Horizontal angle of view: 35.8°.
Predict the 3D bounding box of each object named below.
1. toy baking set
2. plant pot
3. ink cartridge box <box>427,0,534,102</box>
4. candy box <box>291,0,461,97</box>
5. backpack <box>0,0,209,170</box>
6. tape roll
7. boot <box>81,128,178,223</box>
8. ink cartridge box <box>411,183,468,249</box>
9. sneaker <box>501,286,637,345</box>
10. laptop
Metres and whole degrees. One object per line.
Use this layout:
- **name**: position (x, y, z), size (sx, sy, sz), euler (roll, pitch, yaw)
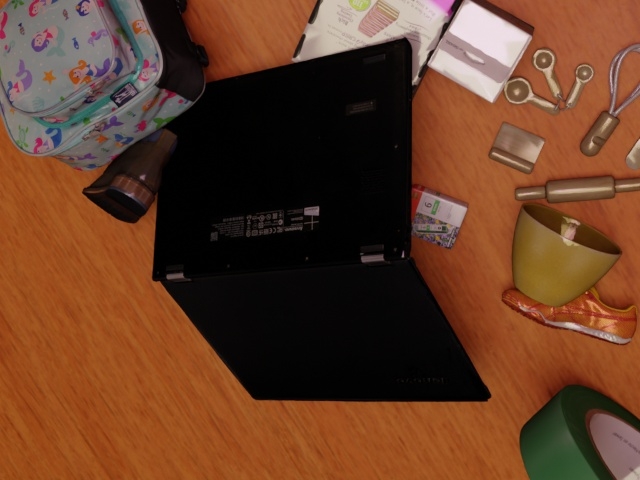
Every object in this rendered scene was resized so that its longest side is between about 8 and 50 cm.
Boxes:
- **toy baking set**: position (0.337, -0.142, 1.231), size (0.256, 0.030, 0.197), euler (0, 106, 13)
- **plant pot**: position (0.292, 0.026, 1.233), size (0.134, 0.134, 0.095), euler (24, 108, 5)
- **ink cartridge box**: position (0.193, -0.230, 1.177), size (0.092, 0.143, 0.090), euler (30, 110, 2)
- **candy box**: position (0.086, -0.295, 1.220), size (0.159, 0.071, 0.233), euler (28, 109, 4)
- **backpack**: position (-0.297, -0.216, 1.239), size (0.253, 0.191, 0.225), euler (-34, 68, 26)
- **tape roll**: position (0.385, 0.320, 1.200), size (0.321, 0.321, 0.077), euler (40, 110, -1)
- **boot**: position (-0.250, -0.087, 1.327), size (0.082, 0.219, 0.106), euler (36, 74, -22)
- **ink cartridge box**: position (0.131, -0.038, 1.307), size (0.115, 0.029, 0.063), euler (21, 110, 6)
- **sneaker**: position (0.324, 0.086, 1.294), size (0.175, 0.064, 0.067), euler (14, 86, 4)
- **laptop**: position (0.000, 0.000, 1.293), size (0.382, 0.236, 0.408), euler (-6, 77, 33)
